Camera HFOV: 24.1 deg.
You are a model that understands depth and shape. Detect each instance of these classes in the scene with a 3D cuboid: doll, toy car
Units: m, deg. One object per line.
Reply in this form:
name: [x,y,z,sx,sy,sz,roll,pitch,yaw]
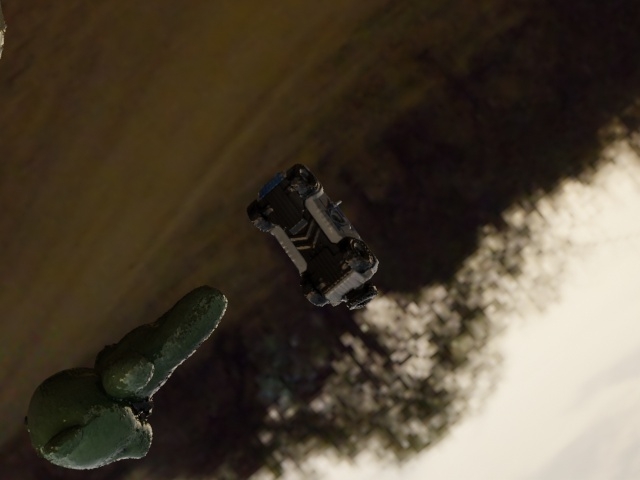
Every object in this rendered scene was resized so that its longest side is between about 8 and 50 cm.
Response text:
doll: [-0.114,0.088,0.935,0.150,0.077,0.115,-42,-168,-9]
toy car: [0.000,0.000,1.631,0.080,0.170,0.070,-41,169,24]

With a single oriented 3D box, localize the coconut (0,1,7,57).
coconut: [-0.492,-0.212,1.540,0.346,0.346,0.360,-39,144,22]
